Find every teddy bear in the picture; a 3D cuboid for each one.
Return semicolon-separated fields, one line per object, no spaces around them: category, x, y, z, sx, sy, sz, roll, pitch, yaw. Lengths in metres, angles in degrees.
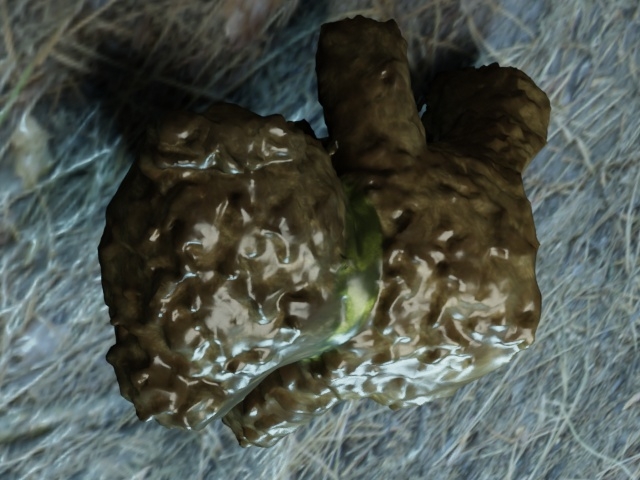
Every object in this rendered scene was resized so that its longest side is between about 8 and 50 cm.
teddy bear;-0.002;-0.004;1.052;0.296;0.222;0.246;-91;-159;-69
